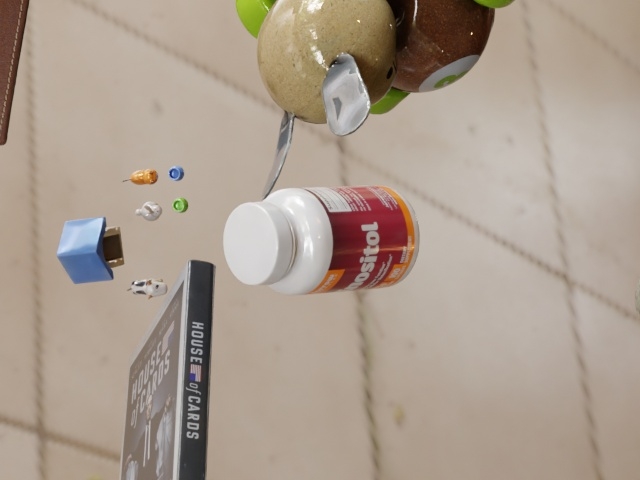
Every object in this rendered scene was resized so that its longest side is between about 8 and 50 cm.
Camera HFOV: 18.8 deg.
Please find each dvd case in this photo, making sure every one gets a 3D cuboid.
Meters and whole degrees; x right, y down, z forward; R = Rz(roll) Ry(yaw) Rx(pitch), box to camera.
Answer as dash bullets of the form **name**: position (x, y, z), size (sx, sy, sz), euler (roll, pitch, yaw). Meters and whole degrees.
- **dvd case**: position (-0.130, 0.160, 1.607), size (0.029, 0.179, 0.238), euler (12, 55, -17)

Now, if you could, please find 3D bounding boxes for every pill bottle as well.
- **pill bottle**: position (0.000, 0.000, 1.541), size (0.152, 0.086, 0.086), euler (-4, 72, -43)

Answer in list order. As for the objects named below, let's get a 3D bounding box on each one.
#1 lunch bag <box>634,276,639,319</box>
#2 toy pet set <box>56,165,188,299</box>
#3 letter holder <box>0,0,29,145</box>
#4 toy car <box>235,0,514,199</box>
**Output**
- **lunch bag**: position (0.415, 0.022, 1.409), size (0.305, 0.256, 0.212), euler (-42, 99, -14)
- **toy pet set**: position (-0.187, -0.003, 1.836), size (0.065, 0.114, 0.122), euler (-17, 101, -70)
- **letter holder**: position (-0.366, -0.250, 1.645), size (0.214, 0.302, 0.152), euler (2, 22, -28)
- **toy car**: position (0.021, -0.107, 1.134), size (0.149, 0.155, 0.188), euler (33, 47, -16)
